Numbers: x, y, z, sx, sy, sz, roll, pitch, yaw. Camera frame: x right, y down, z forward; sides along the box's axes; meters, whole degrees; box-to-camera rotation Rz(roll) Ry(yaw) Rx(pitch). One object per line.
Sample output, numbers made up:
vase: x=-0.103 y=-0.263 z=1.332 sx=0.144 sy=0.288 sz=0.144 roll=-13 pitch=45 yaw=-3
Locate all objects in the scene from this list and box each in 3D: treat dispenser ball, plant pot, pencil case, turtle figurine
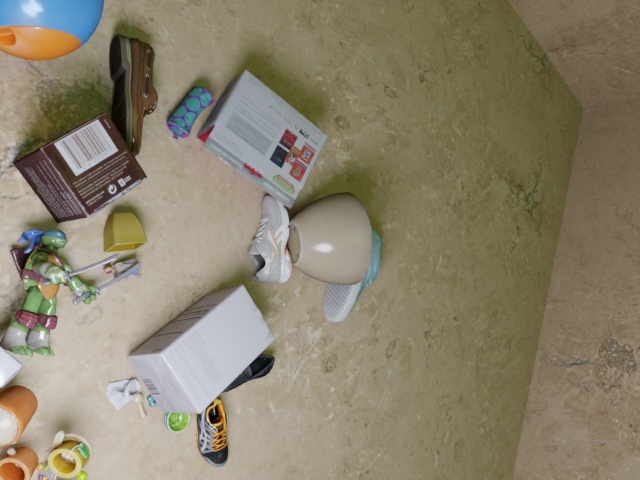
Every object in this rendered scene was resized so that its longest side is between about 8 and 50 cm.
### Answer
treat dispenser ball: x=-0.598 y=-0.521 z=1.175 sx=0.288 sy=0.288 sz=0.289 roll=4 pitch=85 yaw=-42
plant pot: x=0.000 y=0.000 z=1.709 sx=0.190 sy=0.284 sz=0.284 roll=-4 pitch=90 yaw=-25
pencil case: x=-0.350 y=-0.344 z=1.537 sx=0.070 sy=0.064 sz=0.152 roll=35 pitch=64 yaw=-17
plant pot: x=-0.480 y=-0.023 z=1.390 sx=0.081 sy=0.081 sz=0.083 roll=-6 pitch=79 yaw=-42
turtle figurine: x=-0.546 y=0.122 z=1.231 sx=0.274 sy=0.197 sz=0.267 roll=22 pitch=80 yaw=-25

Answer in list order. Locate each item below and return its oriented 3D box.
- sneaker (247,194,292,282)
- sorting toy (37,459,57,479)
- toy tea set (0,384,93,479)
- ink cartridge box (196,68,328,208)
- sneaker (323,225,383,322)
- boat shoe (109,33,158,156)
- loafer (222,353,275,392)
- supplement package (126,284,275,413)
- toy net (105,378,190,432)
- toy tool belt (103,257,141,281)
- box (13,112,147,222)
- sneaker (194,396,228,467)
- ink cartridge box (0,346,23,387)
sneaker: x=-0.157 y=-0.003 z=1.669 sx=0.121 sy=0.099 sz=0.263 roll=-4 pitch=85 yaw=-31
sorting toy: x=-0.588 y=0.521 z=1.253 sx=0.044 sy=0.075 sz=0.083 roll=4 pitch=84 yaw=-42
toy tea set: x=-0.583 y=0.441 z=1.129 sx=0.336 sy=0.200 sz=0.124 roll=45 pitch=13 yaw=-10
ink cartridge box: x=-0.173 y=-0.268 z=1.619 sx=0.309 sy=0.130 sz=0.272 roll=36 pitch=64 yaw=-24
sneaker: x=0.132 y=0.118 z=1.890 sx=0.150 sy=0.135 sz=0.366 roll=35 pitch=65 yaw=-31
boat shoe: x=-0.451 y=-0.352 z=1.415 sx=0.104 sy=0.110 sz=0.308 roll=1 pitch=86 yaw=-41
loafer: x=-0.222 y=0.359 z=1.581 sx=0.223 sy=0.078 sz=0.076 roll=-8 pitch=57 yaw=-44
supplement package: x=-0.293 y=0.270 z=1.443 sx=0.293 sy=0.175 sz=0.178 roll=-40 pitch=107 yaw=-43
toy net: x=-0.419 y=0.392 z=1.434 sx=0.232 sy=0.045 sz=0.122 roll=36 pitch=65 yaw=-34
toy tool belt: x=-0.481 y=0.078 z=1.398 sx=0.083 sy=0.052 sz=0.051 roll=-20 pitch=92 yaw=-40
box: x=-0.530 y=-0.155 z=1.268 sx=0.168 sy=0.203 sz=0.167 roll=-44 pitch=115 yaw=-34
sneaker: x=-0.284 y=0.506 z=1.523 sx=0.084 sy=0.083 sz=0.215 roll=-21 pitch=102 yaw=-42
ink cartridge box: x=-0.740 y=0.132 z=1.077 sx=0.069 sy=0.175 sz=0.371 roll=-51 pitch=119 yaw=-31
